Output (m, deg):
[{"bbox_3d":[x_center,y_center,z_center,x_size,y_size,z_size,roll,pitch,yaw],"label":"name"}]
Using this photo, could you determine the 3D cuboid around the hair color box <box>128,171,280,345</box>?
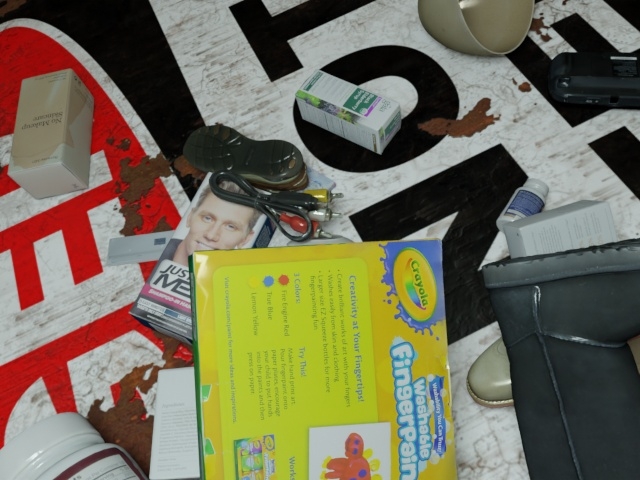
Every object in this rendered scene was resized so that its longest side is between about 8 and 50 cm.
[{"bbox_3d":[-0.230,0.042,1.136,0.174,0.105,0.347,19,68,11],"label":"hair color box"}]

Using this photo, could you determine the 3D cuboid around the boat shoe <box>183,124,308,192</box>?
[{"bbox_3d":[-0.171,-0.172,1.239,0.324,0.120,0.122,19,75,27],"label":"boat shoe"}]

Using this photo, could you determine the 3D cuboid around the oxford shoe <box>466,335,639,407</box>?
[{"bbox_3d":[0.408,0.140,0.919,0.397,0.146,0.140,-36,39,8],"label":"oxford shoe"}]

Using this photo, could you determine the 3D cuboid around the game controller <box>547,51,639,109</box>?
[{"bbox_3d":[0.687,-0.365,1.223,0.319,0.067,0.166,7,50,13],"label":"game controller"}]

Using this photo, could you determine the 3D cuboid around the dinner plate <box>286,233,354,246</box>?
[{"bbox_3d":[0.000,0.000,1.114,0.141,0.141,0.017,1,99,11],"label":"dinner plate"}]

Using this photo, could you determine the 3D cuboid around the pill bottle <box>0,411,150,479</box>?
[{"bbox_3d":[-0.361,0.483,0.875,0.392,0.224,0.224,37,75,25],"label":"pill bottle"}]

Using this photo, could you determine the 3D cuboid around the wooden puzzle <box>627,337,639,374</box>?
[{"bbox_3d":[0.621,0.241,0.910,0.348,0.080,0.322,24,69,26],"label":"wooden puzzle"}]

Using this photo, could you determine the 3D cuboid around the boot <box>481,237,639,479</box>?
[{"bbox_3d":[0.433,0.224,0.731,0.146,0.367,0.445,-10,87,-39],"label":"boot"}]

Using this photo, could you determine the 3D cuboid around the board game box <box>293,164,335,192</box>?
[{"bbox_3d":[-0.027,-0.119,1.239,0.090,0.020,0.090,33,74,24],"label":"board game box"}]

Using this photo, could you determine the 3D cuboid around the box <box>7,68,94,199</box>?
[{"bbox_3d":[-0.680,-0.273,1.377,0.148,0.121,0.311,-13,61,3],"label":"box"}]

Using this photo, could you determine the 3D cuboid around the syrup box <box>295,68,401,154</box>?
[{"bbox_3d":[0.067,-0.306,1.275,0.237,0.096,0.093,29,71,23],"label":"syrup box"}]

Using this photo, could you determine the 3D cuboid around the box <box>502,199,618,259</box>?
[{"bbox_3d":[0.454,0.009,1.017,0.171,0.091,0.130,-16,97,1],"label":"box"}]

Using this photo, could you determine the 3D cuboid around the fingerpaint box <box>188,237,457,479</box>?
[{"bbox_3d":[0.000,0.228,0.819,0.371,0.163,0.444,-4,88,-16],"label":"fingerpaint box"}]

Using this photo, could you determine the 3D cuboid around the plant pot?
[{"bbox_3d":[0.347,-0.575,1.293,0.191,0.284,0.284,8,58,55],"label":"plant pot"}]

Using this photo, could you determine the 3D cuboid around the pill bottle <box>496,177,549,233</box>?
[{"bbox_3d":[0.418,-0.067,1.106,0.067,0.067,0.120,30,72,22],"label":"pill bottle"}]

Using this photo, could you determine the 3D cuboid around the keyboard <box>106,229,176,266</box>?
[{"bbox_3d":[-0.369,0.012,1.240,0.256,0.014,0.072,-7,57,6],"label":"keyboard"}]

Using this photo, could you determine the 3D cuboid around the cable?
[{"bbox_3d":[-0.101,-0.064,1.101,0.287,0.072,0.139,10,63,16],"label":"cable"}]

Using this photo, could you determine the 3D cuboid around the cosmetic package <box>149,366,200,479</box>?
[{"bbox_3d":[-0.198,0.330,0.965,0.152,0.151,0.183,-6,63,6],"label":"cosmetic package"}]
